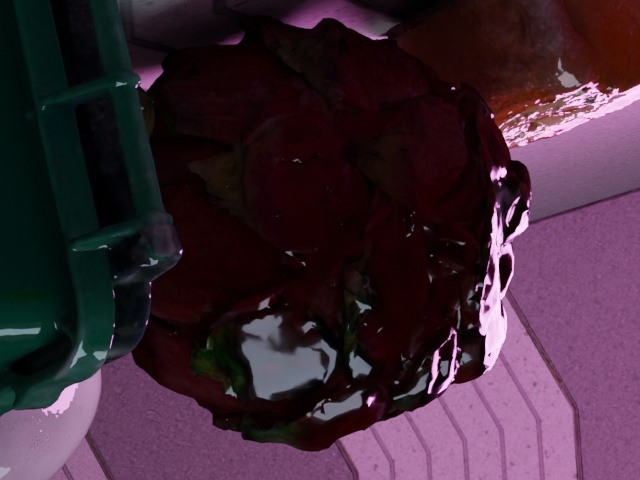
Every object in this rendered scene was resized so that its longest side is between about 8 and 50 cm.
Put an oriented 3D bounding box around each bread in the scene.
[{"bbox_3d":[0.155,-0.142,1.443,0.190,0.123,0.244,-13,173,-39],"label":"bread"}]

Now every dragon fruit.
[{"bbox_3d":[-0.007,-0.005,1.324,0.329,0.329,0.329,-16,173,-2],"label":"dragon fruit"}]

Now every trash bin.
[{"bbox_3d":[-0.286,-0.021,0.857,0.381,0.259,0.295,-7,169,-39],"label":"trash bin"}]

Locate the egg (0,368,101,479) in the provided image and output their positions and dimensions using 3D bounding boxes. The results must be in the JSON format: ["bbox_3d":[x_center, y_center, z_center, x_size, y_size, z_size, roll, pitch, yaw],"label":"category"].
[{"bbox_3d":[-0.417,0.170,1.894,0.388,0.276,0.276,-15,173,-5],"label":"egg"}]

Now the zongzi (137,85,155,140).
[{"bbox_3d":[-0.258,-0.080,1.143,0.251,0.274,0.125,-55,-158,-21],"label":"zongzi"}]
